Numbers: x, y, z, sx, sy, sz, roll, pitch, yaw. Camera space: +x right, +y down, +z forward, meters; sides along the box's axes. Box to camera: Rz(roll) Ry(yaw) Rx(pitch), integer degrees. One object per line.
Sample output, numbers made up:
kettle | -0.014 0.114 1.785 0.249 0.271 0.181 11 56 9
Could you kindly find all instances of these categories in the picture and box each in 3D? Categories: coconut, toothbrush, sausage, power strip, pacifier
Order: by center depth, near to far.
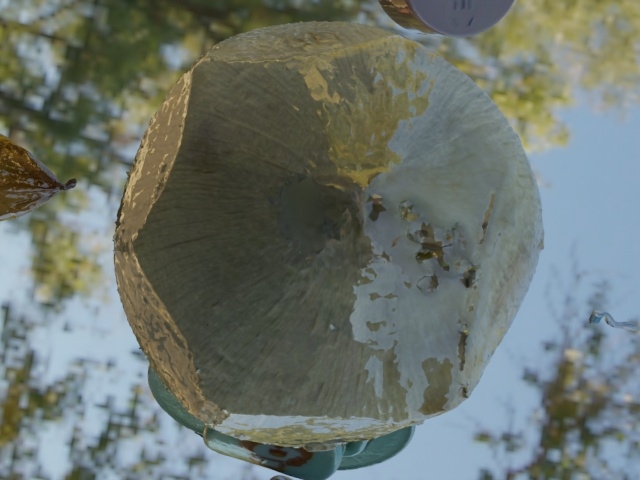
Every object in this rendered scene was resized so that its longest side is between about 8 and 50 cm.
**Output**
coconut | 0.000 0.000 1.394 0.360 0.346 0.346 162 -60 -87
toothbrush | 0.262 0.072 1.559 0.011 0.131 0.013 34 -81 25
power strip | 0.131 -0.289 1.839 0.078 0.154 0.154 21 -81 63
sausage | -0.426 -0.081 1.948 0.112 0.328 0.112 12 90 -69
pacifier | -0.037 0.153 2.204 0.288 0.343 0.269 123 -20 -50

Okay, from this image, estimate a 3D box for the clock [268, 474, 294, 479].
clock | -0.017 0.412 2.181 0.090 0.227 0.248 -54 174 15
